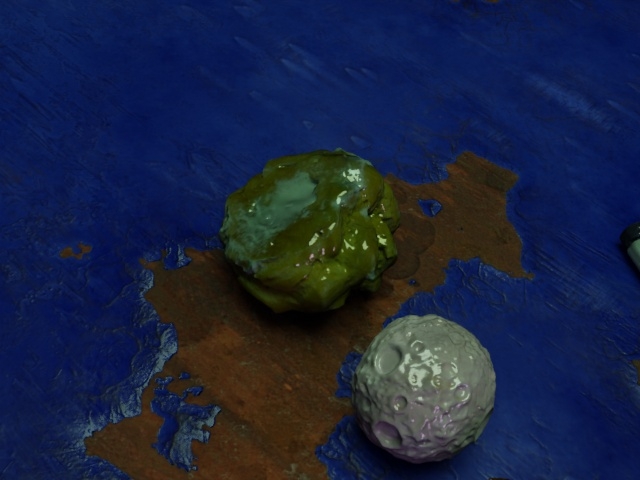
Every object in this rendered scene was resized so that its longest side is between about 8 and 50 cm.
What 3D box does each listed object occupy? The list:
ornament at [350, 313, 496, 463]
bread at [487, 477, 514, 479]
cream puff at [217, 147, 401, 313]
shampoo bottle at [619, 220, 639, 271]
[{"bbox_3d":[0.184,0.260,1.462,0.225,0.259,0.259,28,52,22],"label":"ornament"},{"bbox_3d":[0.307,0.486,1.414,0.193,0.064,0.193,2,47,-3],"label":"bread"},{"bbox_3d":[0.000,0.000,1.676,0.378,0.275,0.378,-16,46,18],"label":"cream puff"},{"bbox_3d":[0.777,0.106,1.784,0.134,0.078,0.359,-8,51,-18],"label":"shampoo bottle"}]
